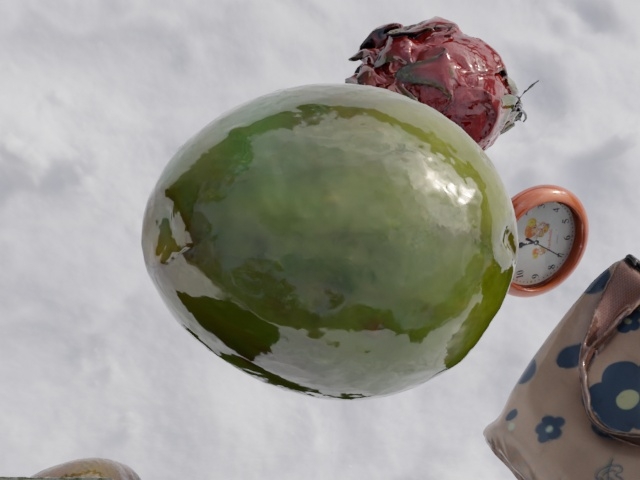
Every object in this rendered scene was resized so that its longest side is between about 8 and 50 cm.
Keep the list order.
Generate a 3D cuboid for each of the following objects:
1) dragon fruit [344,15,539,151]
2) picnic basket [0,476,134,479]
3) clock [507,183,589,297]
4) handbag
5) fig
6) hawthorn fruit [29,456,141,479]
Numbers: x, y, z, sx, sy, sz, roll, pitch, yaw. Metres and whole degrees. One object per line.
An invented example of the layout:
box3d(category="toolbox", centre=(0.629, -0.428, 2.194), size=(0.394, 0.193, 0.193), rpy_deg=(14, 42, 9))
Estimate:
box3d(category="dragon fruit", centre=(0.169, -0.199, 1.141), size=(0.292, 0.234, 0.234), rpy_deg=(-17, 75, -23))
box3d(category="picnic basket", centre=(-0.154, 0.243, 0.441), size=(0.154, 0.134, 0.196), rpy_deg=(5, 41, -10))
box3d(category="clock", centre=(0.367, 0.002, 1.422), size=(0.205, 0.051, 0.205), rpy_deg=(-8, 114, -20))
box3d(category="handbag", centre=(0.266, 0.147, 0.581), size=(0.190, 0.251, 0.193), rpy_deg=(24, 100, -26))
box3d(category="fig", centre=(0.000, 0.000, 0.455), size=(0.191, 0.181, 0.181), rpy_deg=(-1, 73, -32))
box3d(category="hawthorn fruit", centre=(-0.462, 0.537, 1.517), size=(0.300, 0.268, 0.268), rpy_deg=(-8, 76, 1))
